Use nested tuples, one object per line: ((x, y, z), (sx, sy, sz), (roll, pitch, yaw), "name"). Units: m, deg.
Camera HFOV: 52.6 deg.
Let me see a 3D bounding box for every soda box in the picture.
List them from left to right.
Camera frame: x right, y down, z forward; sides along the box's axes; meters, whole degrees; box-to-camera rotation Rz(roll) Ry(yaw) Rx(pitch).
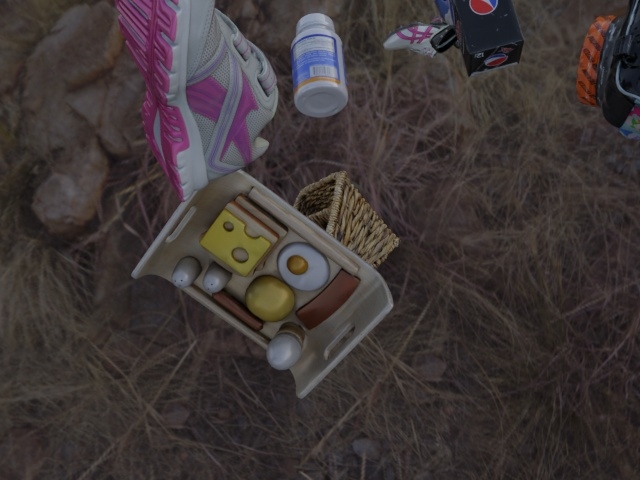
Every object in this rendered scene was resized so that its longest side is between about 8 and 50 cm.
((0.166, -0.267, 0.694), (0.060, 0.053, 0.169), (-13, 75, 8), "soda box")

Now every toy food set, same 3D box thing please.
((-0.085, 0.065, 0.895), (0.220, 0.306, 0.092), (-49, 8, 26), "toy food set")

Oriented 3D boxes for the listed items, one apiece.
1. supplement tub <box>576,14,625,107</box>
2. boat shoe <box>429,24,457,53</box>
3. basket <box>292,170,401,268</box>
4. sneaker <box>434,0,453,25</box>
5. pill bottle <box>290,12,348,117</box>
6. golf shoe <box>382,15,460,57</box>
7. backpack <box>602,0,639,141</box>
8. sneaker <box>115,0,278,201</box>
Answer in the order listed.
((0.641, -0.294, 1.120), (0.338, 0.207, 0.207), (17, 69, 34), "supplement tub")
((0.296, -0.458, 1.395), (0.133, 0.049, 0.042), (-39, 50, 23), "boat shoe")
((0.000, 0.000, 1.545), (0.213, 0.223, 0.299), (-45, 12, -19), "basket")
((0.267, -0.585, 1.199), (0.182, 0.127, 0.316), (41, 109, 16), "sneaker")
((-0.007, -0.500, 1.832), (0.152, 0.152, 0.272), (-11, 64, 14), "pill bottle")
((0.238, -0.468, 1.513), (0.186, 0.067, 0.086), (-11, 92, 11), "golf shoe")
((0.494, -0.215, 0.786), (0.253, 0.191, 0.225), (15, 80, 22), "backpack")
((-0.095, -0.146, 0.544), (0.111, 0.252, 0.103), (-24, 64, -20), "sneaker")
